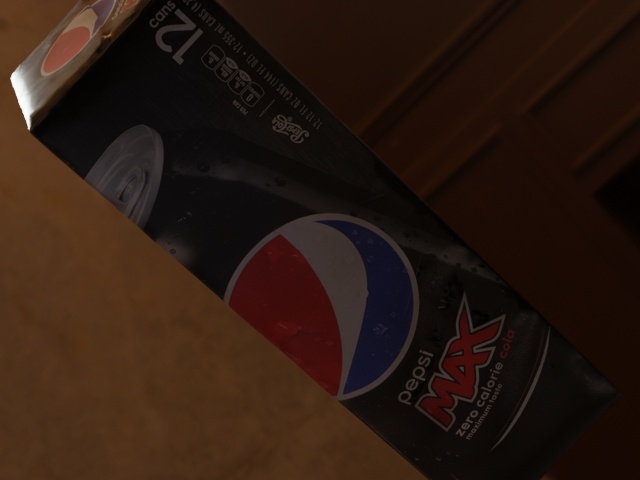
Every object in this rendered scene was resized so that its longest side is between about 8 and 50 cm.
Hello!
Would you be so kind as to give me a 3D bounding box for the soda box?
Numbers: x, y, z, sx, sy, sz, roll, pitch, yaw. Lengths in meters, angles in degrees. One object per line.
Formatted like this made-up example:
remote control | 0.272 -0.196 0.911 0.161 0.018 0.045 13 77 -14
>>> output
soda box | 0.000 0.000 0.451 0.169 0.053 0.060 42 -177 -23
